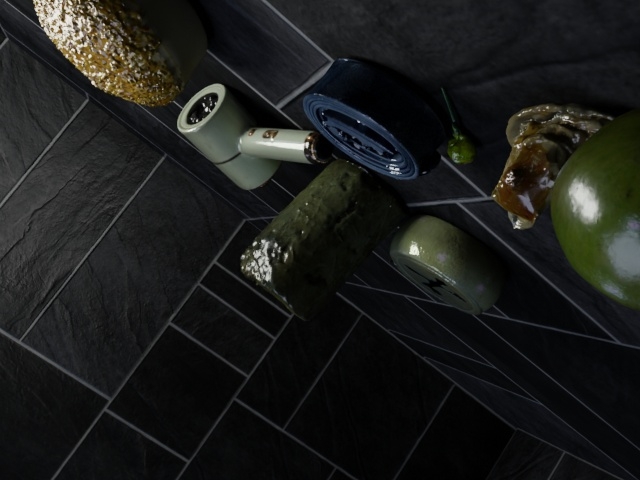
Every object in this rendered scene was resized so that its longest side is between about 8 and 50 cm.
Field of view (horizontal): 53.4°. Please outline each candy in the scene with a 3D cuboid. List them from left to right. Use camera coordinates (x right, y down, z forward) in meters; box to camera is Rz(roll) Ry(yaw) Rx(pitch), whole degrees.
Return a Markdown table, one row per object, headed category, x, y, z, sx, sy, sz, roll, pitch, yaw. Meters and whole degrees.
| category | x | y | z | sx | sy | sz | roll | pitch | yaw |
| --- | --- | --- | --- | --- | --- | --- | --- | --- | --- |
| candy | 0.164 | -0.139 | 0.776 | 0.035 | 0.035 | 0.123 | -14 | 138 | 15 |

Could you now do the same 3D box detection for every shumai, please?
| category | x | y | z | sx | sy | sz | roll | pitch | yaw |
| --- | --- | --- | --- | --- | --- | --- | --- | --- | --- |
| shumai | 0.231 | -0.064 | 0.634 | 0.145 | 0.116 | 0.145 | 32 | 170 | 7 |

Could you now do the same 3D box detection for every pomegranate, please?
| category | x | y | z | sx | sy | sz | roll | pitch | yaw |
| --- | --- | --- | --- | --- | --- | --- | --- | --- | --- |
| pomegranate | 0.266 | -0.037 | 0.476 | 0.179 | 0.179 | 0.210 | 27 | 167 | 40 |

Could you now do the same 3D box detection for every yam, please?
| category | x | y | z | sx | sy | sz | roll | pitch | yaw |
| --- | --- | --- | --- | --- | --- | --- | --- | --- | --- |
| yam | 0.000 | 0.000 | 1.228 | 0.195 | 0.300 | 0.195 | 44 | 176 | 4 |

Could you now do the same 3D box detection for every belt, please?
| category | x | y | z | sx | sy | sz | roll | pitch | yaw |
| --- | --- | --- | --- | --- | --- | --- | --- | --- | --- |
| belt | 0.073 | -0.156 | 0.831 | 0.190 | 0.082 | 0.141 | 33 | 167 | 21 |

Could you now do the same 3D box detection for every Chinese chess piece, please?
| category | x | y | z | sx | sy | sz | roll | pitch | yaw |
| --- | --- | --- | --- | --- | --- | --- | --- | --- | --- |
| Chinese chess piece | 0.239 | 0.048 | 1.213 | 0.238 | 0.092 | 0.238 | 34 | 171 | 6 |

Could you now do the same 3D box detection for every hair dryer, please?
| category | x | y | z | sx | sy | sz | roll | pitch | yaw |
| --- | --- | --- | --- | --- | --- | --- | --- | --- | --- |
| hair dryer | -0.100 | -0.188 | 1.215 | 0.362 | 0.128 | 0.203 | 14 | 156 | 46 |

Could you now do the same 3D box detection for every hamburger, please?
| category | x | y | z | sx | sy | sz | roll | pitch | yaw |
| --- | --- | --- | --- | --- | --- | --- | --- | --- | --- |
| hamburger | -0.320 | -0.336 | 1.016 | 0.276 | 0.179 | 0.294 | 38 | 170 | -8 |
